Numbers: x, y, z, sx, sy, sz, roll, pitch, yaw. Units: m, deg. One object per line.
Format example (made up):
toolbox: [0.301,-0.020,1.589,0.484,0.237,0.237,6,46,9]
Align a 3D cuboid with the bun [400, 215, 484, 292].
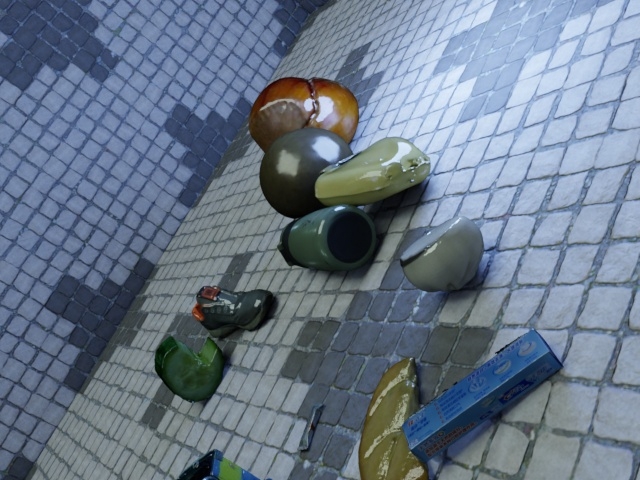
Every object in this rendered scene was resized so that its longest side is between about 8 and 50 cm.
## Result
bun: [0.249,0.038,1.358,0.172,0.120,0.173,-38,1,1]

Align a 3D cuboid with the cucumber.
cucumber: [-0.384,0.371,2.004,0.191,0.191,0.130,-59,24,-12]

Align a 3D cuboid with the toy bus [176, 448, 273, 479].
toy bus: [-0.204,0.591,1.344,0.152,0.190,0.312,-42,26,25]

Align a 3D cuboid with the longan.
longan: [-0.033,-0.190,2.001,0.297,0.297,0.297,-41,26,26]

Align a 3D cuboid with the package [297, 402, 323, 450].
package: [-0.021,0.400,1.488,0.037,0.015,0.110,-20,41,51]

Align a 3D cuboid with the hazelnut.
hazelnut: [-0.052,-0.391,2.265,0.315,0.372,0.373,93,-169,-52]

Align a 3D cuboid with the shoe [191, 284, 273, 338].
shoe: [-0.283,0.187,2.068,0.336,0.171,0.132,-24,36,49]

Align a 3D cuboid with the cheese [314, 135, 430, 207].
cheese: [0.149,-0.172,1.761,0.259,0.128,0.315,-42,19,-29]

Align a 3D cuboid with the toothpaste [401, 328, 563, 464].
toothpaste: [0.254,0.250,1.106,0.272,0.053,0.066,-39,29,12]

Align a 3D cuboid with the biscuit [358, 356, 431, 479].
biscuit: [0.127,0.352,1.249,0.154,0.045,0.299,-41,26,27]

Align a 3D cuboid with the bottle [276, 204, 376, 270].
bottle: [0.001,-0.001,1.824,0.169,0.168,0.347,-60,19,-14]
